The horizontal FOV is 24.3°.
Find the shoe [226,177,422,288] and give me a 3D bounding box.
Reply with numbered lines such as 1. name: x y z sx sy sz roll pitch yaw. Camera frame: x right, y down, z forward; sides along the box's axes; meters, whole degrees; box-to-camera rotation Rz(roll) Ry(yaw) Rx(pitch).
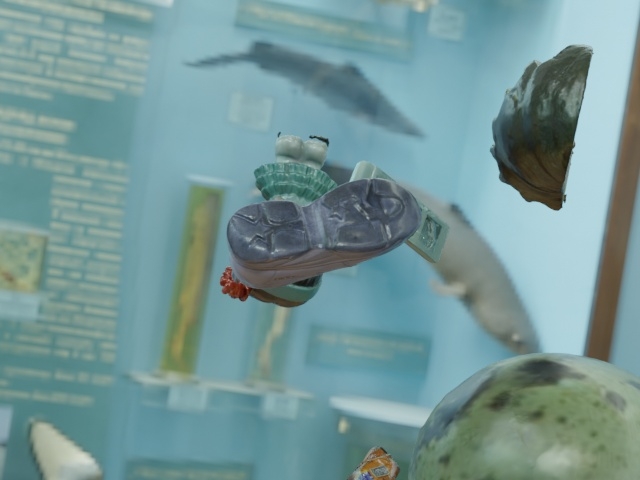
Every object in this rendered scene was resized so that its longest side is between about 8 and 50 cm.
1. shoe: 0.000 0.000 1.798 0.245 0.095 0.137 -11 -19 -15

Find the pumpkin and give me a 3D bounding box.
1. pumpkin: 0.305 -0.157 2.136 0.130 0.254 0.149 13 20 10

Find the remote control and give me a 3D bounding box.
1. remote control: 0.098 -0.035 1.900 0.162 0.061 0.029 38 -30 -29

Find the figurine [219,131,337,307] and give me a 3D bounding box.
1. figurine: -0.053 -0.026 2.043 0.138 0.245 0.110 11 -16 -6

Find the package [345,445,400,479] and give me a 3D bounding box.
1. package: 0.048 0.259 1.619 0.033 0.077 0.111 34 -5 -21

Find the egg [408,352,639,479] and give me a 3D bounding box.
1. egg: 0.315 0.318 1.868 0.428 0.345 0.345 14 -1 -29
